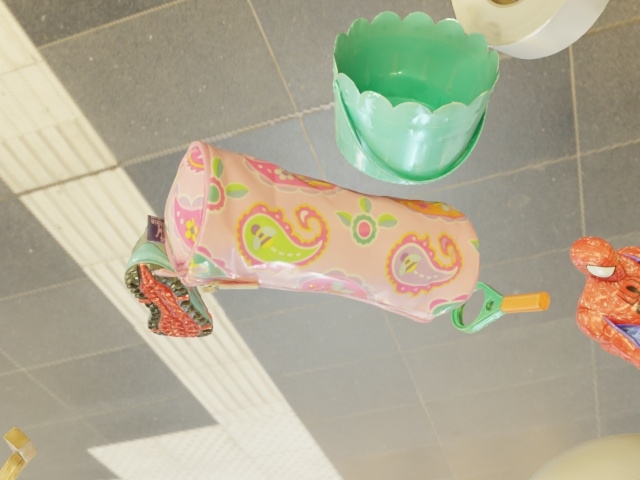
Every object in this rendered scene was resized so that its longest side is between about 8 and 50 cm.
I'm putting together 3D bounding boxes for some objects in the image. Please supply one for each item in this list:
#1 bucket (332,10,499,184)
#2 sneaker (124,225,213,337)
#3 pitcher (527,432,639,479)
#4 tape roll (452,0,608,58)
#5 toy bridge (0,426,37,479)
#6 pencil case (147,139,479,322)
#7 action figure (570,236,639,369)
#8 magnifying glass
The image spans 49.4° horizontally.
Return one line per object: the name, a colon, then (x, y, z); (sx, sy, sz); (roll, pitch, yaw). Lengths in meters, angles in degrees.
bucket: (0.150, -0.239, 1.183); (0.281, 0.281, 0.183); (1, 139, -3)
sneaker: (-0.218, 0.063, 1.077); (0.104, 0.125, 0.262); (2, 148, 2)
pitcher: (0.170, 0.143, 0.274); (0.177, 0.126, 0.207); (11, 159, 6)
tape roll: (0.364, -0.466, 1.208); (0.100, 0.286, 0.286); (5, 141, -37)
toy bridge: (-0.346, 0.266, 0.656); (0.026, 0.188, 0.063); (26, 142, 22)
pencil case: (0.000, 0.000, 0.617); (0.284, 0.124, 0.124); (11, 136, -26)
action figure: (0.296, 0.088, 0.511); (0.280, 0.091, 0.139); (40, 164, -18)
magnifying glass: (0.290, 0.106, 1.148); (0.026, 0.092, 0.231); (27, 163, -19)
